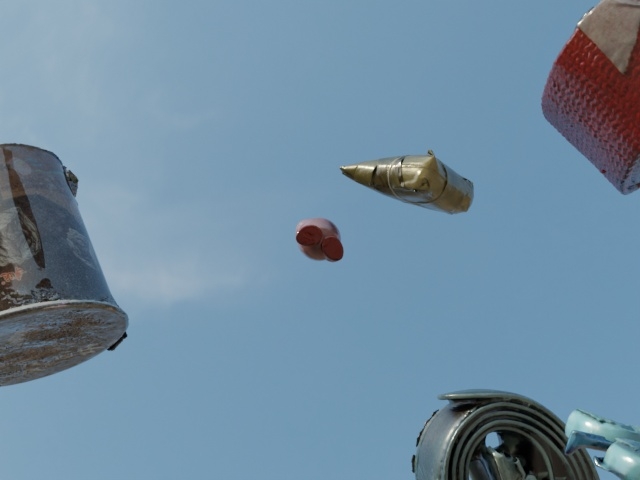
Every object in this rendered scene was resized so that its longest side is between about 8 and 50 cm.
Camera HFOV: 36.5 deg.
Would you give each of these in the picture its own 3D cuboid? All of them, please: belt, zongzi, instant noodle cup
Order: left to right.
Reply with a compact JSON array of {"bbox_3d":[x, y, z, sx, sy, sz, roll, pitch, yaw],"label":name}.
[{"bbox_3d":[-0.334,0.026,1.037,0.217,0.207,0.217,-18,-21,-7],"label":"instant noodle cup"},{"bbox_3d":[0.145,-0.089,1.576,0.176,0.078,0.160,0,-20,39],"label":"zongzi"},{"bbox_3d":[0.228,0.296,1.205,0.206,0.116,0.267,-41,-81,-15],"label":"belt"},{"bbox_3d":[0.248,-0.127,0.775,0.128,0.124,0.201,-41,-17,-2],"label":"belt"}]

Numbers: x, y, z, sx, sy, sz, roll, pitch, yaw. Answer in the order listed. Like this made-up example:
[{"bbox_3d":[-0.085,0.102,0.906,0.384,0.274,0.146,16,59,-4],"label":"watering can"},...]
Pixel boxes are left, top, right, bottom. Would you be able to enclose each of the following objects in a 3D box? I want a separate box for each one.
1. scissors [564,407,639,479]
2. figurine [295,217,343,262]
[{"bbox_3d":[0.353,0.191,0.713,0.393,0.180,0.032,18,-87,-14],"label":"scissors"},{"bbox_3d":[0.000,0.000,1.486,0.083,0.071,0.067,43,-98,-6],"label":"figurine"}]
